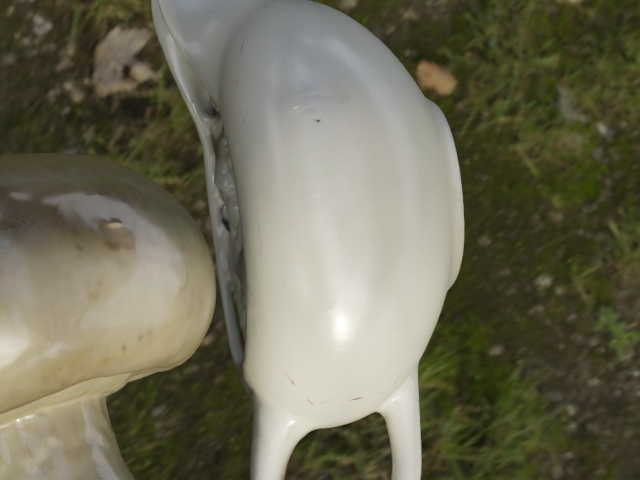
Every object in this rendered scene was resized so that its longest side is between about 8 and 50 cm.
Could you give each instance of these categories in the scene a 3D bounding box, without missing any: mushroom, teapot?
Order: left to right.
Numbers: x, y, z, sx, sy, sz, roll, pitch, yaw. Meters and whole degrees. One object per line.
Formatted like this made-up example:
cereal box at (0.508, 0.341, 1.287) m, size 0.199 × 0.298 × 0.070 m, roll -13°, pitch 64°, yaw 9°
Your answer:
mushroom at (-0.200, 0.096, 0.945) m, size 0.293 × 0.292 × 0.290 m, roll -9°, pitch 86°, yaw -30°
teapot at (0.000, 0.000, 0.544) m, size 0.092 × 0.145 × 0.226 m, roll -7°, pitch 76°, yaw -7°
